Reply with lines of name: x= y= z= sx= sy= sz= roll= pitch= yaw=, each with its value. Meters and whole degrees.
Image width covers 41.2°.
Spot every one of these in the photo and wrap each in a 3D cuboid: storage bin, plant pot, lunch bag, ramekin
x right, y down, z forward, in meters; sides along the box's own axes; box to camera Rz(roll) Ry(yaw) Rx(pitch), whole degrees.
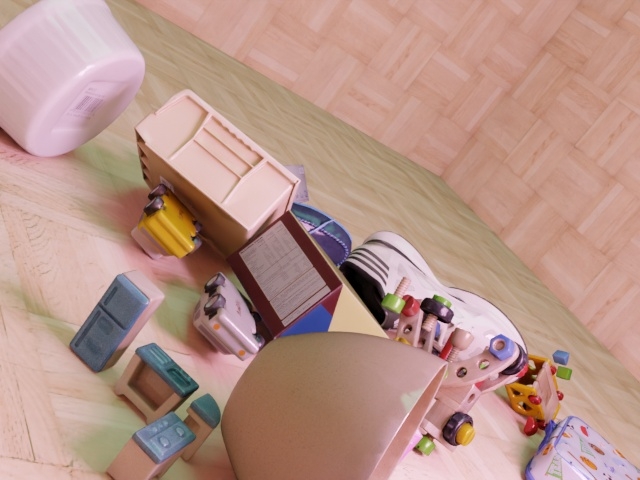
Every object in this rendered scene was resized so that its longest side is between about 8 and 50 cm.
storage bin: x=-0.186 y=-0.100 z=1.482 sx=0.260 sy=0.123 sz=0.262 roll=40 pitch=-17 yaw=5
plant pot: x=-0.002 y=0.216 z=1.000 sx=0.191 sy=0.284 sz=0.284 roll=30 pitch=14 yaw=16
lunch bag: x=0.527 y=0.469 z=1.682 sx=0.243 sy=0.115 sz=0.303 roll=40 pitch=17 yaw=17
ramekin: x=-0.423 y=-0.265 z=1.410 sx=0.135 sy=0.277 sz=0.277 roll=48 pitch=17 yaw=6

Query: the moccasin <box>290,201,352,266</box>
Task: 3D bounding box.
moccasin: x=-0.103 y=-0.015 z=1.687 sx=0.342 sy=0.137 sz=0.117 roll=19 pitch=30 yaw=-8

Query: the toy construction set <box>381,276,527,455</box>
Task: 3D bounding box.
toy construction set: x=0.203 y=0.250 z=1.505 sx=0.257 sy=0.237 sz=0.309 roll=28 pitch=-9 yaw=16

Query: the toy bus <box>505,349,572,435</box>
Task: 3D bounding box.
toy bus: x=0.472 y=0.342 z=1.906 sx=0.104 sy=0.202 sz=0.191 roll=12 pitch=6 yaw=37

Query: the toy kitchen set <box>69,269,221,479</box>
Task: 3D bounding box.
toy kitchen set: x=-0.211 y=0.152 z=0.964 sx=0.207 sy=0.122 sz=0.166 roll=41 pitch=16 yaw=12

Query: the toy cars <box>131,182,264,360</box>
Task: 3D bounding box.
toy cars: x=-0.202 y=0.053 z=1.324 sx=0.393 sy=0.087 sz=0.176 roll=53 pitch=6 yaw=32

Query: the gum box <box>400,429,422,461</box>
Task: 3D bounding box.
gum box: x=0.036 y=0.267 z=1.198 sx=0.188 sy=0.107 sz=0.062 roll=28 pitch=19 yaw=-32

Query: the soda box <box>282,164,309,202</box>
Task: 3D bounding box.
soda box: x=-0.122 y=-0.114 z=1.873 sx=0.286 sy=0.098 sz=0.091 roll=-17 pitch=98 yaw=-70

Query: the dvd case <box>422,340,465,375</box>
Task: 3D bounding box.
dvd case: x=0.272 y=0.259 z=1.887 sx=0.087 sy=0.013 sz=0.119 roll=28 pitch=18 yaw=-30

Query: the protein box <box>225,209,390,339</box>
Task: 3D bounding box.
protein box: x=-0.019 y=0.098 z=1.393 sx=0.201 sy=0.136 sz=0.200 roll=54 pitch=2 yaw=43

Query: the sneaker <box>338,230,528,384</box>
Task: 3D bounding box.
sneaker: x=0.212 y=0.181 z=1.776 sx=0.447 sy=0.169 sz=0.257 roll=39 pitch=33 yaw=12
